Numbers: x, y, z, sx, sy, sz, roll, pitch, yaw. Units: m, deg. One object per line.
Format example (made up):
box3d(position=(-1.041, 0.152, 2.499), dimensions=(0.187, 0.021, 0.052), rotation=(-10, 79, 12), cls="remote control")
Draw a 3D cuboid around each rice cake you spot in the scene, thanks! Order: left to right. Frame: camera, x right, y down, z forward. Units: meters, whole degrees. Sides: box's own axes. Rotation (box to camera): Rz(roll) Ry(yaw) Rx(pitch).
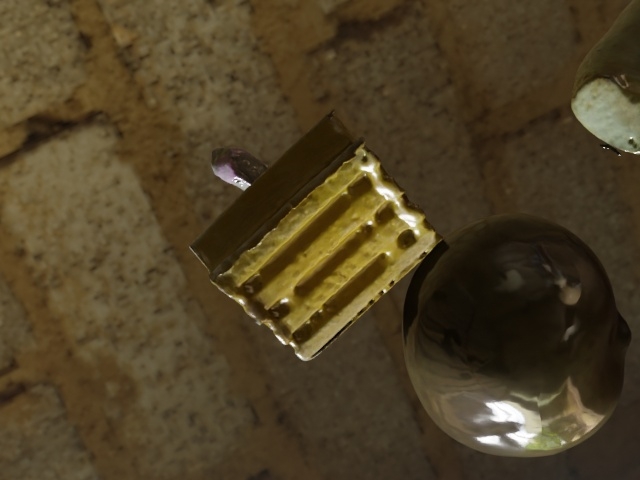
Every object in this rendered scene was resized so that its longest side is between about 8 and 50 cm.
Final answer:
box3d(position=(-0.031, -0.053, 2.257), dimensions=(0.399, 0.064, 0.070), rotation=(33, 162, -28), cls="rice cake")

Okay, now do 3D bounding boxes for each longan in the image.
box3d(position=(0.279, 0.137, 1.806), dimensions=(0.361, 0.361, 0.361), rotation=(61, 170, 17), cls="longan")

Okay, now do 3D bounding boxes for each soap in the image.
box3d(position=(0.000, 0.000, 2.069), dimensions=(0.293, 0.335, 0.156), rotation=(42, -174, -45), cls="soap")

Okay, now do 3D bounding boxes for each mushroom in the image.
box3d(position=(0.288, -0.160, 1.068), dimensions=(0.100, 0.312, 0.081), rotation=(25, 127, 12), cls="mushroom")
